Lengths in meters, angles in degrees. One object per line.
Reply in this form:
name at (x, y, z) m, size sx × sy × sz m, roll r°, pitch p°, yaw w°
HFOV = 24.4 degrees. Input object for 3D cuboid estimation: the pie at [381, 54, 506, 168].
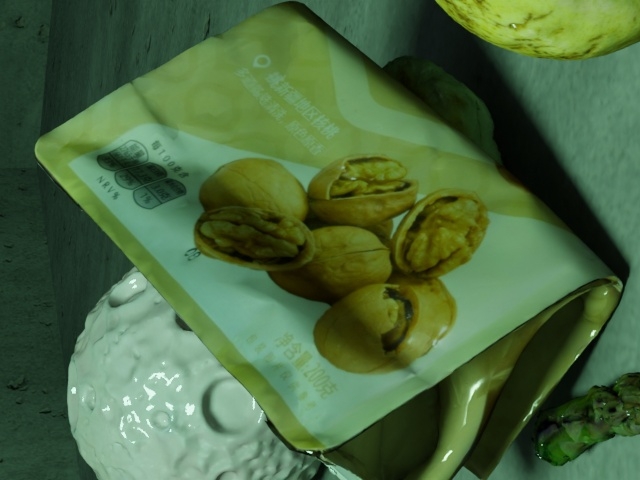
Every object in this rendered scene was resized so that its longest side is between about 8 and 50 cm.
pie at (0.039, -0.010, 1.028) m, size 0.248 × 0.090 × 0.201 m, roll -22°, pitch 65°, yaw 53°

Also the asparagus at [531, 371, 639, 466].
asparagus at (0.156, 0.095, 0.807) m, size 0.165 × 0.030 × 0.036 m, roll 134°, pitch 156°, yaw -69°

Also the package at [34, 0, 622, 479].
package at (-0.001, 0.024, 0.911) m, size 0.311 × 0.221 × 0.165 m, roll 44°, pitch 155°, yaw 34°

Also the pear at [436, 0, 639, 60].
pear at (0.114, -0.175, 0.708) m, size 0.178 × 0.178 × 0.178 m, roll 179°, pitch 90°, yaw -73°

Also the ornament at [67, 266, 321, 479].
ornament at (-0.113, 0.136, 1.347) m, size 0.259 × 0.225 × 0.259 m, roll 180°, pitch 90°, yaw -74°
